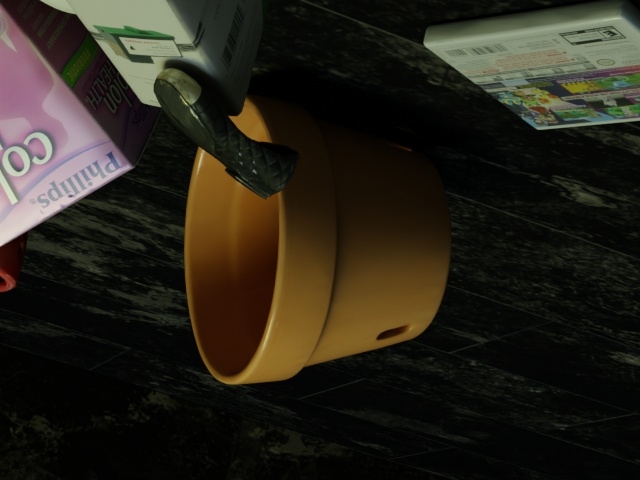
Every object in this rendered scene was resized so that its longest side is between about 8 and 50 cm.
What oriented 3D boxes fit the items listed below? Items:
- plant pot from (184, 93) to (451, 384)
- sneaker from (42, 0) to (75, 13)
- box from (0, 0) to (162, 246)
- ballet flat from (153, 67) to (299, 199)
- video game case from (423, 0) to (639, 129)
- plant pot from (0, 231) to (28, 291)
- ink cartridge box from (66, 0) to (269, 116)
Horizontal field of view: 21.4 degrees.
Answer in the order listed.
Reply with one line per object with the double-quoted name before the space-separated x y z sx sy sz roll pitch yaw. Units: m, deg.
"plant pot" 0.000 0.000 1.722 0.203 0.290 0.291 1 169 -23
"sneaker" -0.188 -0.249 1.270 0.123 0.106 0.290 -22 162 31
"box" -0.299 -0.130 1.440 0.213 0.117 0.243 -28 114 23
"ballet flat" -0.074 -0.089 1.303 0.057 0.049 0.173 31 172 37
"video game case" 0.220 -0.148 1.450 0.201 0.023 0.183 -3 157 42
"plant pot" -0.439 -0.044 2.047 0.191 0.174 0.191 13 163 4
"ink cartridge box" -0.108 -0.211 1.258 0.093 0.160 0.219 8 162 16
